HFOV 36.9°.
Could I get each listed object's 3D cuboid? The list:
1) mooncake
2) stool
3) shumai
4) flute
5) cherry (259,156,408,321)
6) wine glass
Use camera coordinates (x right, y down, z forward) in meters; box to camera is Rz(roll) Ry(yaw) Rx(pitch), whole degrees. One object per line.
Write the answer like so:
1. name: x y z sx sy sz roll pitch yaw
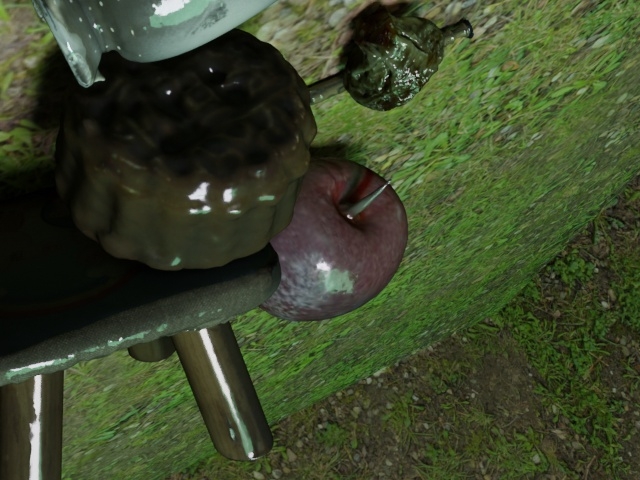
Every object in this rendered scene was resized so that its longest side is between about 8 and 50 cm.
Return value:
1. mooncake: -0.116 -0.090 0.825 0.228 0.228 0.124 -22 148 -29
2. stool: -0.218 0.095 0.909 0.310 0.310 0.226 -18 120 -29
3. shumai: 0.066 -0.205 1.045 0.123 0.099 0.087 -41 144 19
4. flute: 0.083 -0.211 1.140 0.233 0.027 0.027 -26 161 -18
5. cherry: 0.000 0.000 1.261 0.236 0.213 0.285 1 153 -45
6. wine glass: -0.112 -0.198 0.717 0.204 0.111 0.111 -27 162 -9
